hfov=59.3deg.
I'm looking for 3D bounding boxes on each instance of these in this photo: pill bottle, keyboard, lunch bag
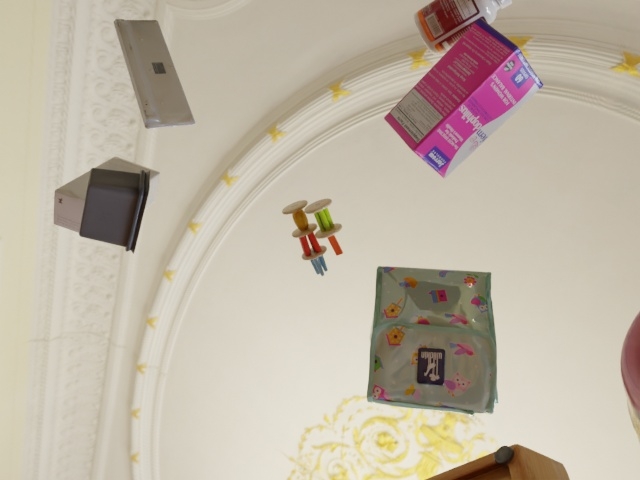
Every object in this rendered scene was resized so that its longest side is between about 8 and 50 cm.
[{"bbox_3d":[0.246,-0.395,0.972,0.152,0.086,0.086,-26,-88,26],"label":"pill bottle"},{"bbox_3d":[-0.259,-0.264,0.867,0.256,0.072,0.014,65,-33,30],"label":"keyboard"},{"bbox_3d":[0.199,0.183,1.013,0.224,0.262,0.160,4,-43,9],"label":"lunch bag"}]

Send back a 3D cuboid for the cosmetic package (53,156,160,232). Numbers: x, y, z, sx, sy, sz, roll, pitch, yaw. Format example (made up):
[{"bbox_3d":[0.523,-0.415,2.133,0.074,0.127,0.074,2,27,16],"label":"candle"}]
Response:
[{"bbox_3d":[-0.443,-0.093,1.186,0.117,0.231,0.085,20,-61,4],"label":"cosmetic package"}]

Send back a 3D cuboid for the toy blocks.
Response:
[{"bbox_3d":[0.000,0.000,1.042,0.123,0.054,0.148,2,-59,51],"label":"toy blocks"}]

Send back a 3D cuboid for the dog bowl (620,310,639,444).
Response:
[{"bbox_3d":[0.434,0.099,0.433,0.408,0.408,0.150,-31,-82,32],"label":"dog bowl"}]

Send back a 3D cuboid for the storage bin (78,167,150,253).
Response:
[{"bbox_3d":[-0.338,-0.059,0.920,0.098,0.091,0.135,-109,-143,-49],"label":"storage bin"}]

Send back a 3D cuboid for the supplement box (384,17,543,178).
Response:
[{"bbox_3d":[0.233,-0.230,0.933,0.220,0.111,0.114,-44,-133,18],"label":"supplement box"}]

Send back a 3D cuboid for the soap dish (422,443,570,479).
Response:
[{"bbox_3d":[0.143,0.361,0.602,0.291,0.229,0.118,-32,-74,20],"label":"soap dish"}]
